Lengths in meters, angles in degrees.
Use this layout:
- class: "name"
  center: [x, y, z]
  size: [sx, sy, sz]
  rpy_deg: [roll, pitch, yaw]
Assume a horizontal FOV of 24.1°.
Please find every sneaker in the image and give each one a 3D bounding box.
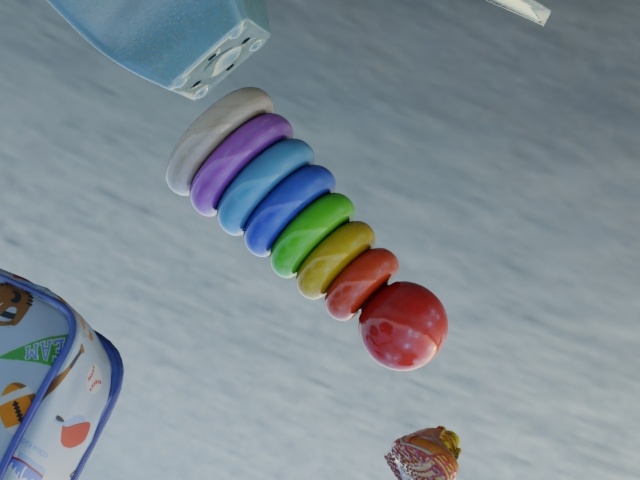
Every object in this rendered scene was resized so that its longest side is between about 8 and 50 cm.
- class: "sneaker"
  center: [0.104, 0.200, 1.429]
  size: [0.064, 0.067, 0.175]
  rpy_deg: [55, 171, -1]

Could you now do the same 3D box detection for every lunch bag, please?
- class: "lunch bag"
  center: [-0.317, 0.123, 1.111]
  size: [0.303, 0.243, 0.115]
  rpy_deg: [17, 163, 25]

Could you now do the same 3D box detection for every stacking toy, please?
- class: "stacking toy"
  center: [0.000, 0.000, 1.514]
  size: [0.330, 0.141, 0.141]
  rpy_deg: [44, 170, 10]

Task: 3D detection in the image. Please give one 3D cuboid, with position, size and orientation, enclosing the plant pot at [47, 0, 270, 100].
- class: "plant pot"
  center: [-0.212, -0.337, 2.084]
  size: [0.252, 0.247, 0.248]
  rpy_deg: [52, -172, 10]

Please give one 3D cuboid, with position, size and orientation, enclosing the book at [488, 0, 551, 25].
- class: "book"
  center: [0.229, -0.337, 2.014]
  size: [0.144, 0.035, 0.096]
  rpy_deg: [18, -168, -37]
